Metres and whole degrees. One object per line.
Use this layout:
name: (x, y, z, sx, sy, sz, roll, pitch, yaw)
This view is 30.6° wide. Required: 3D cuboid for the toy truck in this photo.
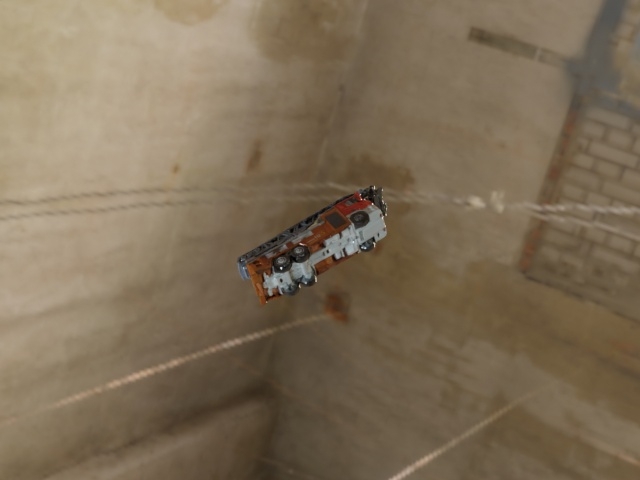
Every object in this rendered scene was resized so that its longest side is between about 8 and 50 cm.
toy truck: (0.000, 0.000, 0.567, 0.083, 0.024, 0.032, -30, -140, -14)
